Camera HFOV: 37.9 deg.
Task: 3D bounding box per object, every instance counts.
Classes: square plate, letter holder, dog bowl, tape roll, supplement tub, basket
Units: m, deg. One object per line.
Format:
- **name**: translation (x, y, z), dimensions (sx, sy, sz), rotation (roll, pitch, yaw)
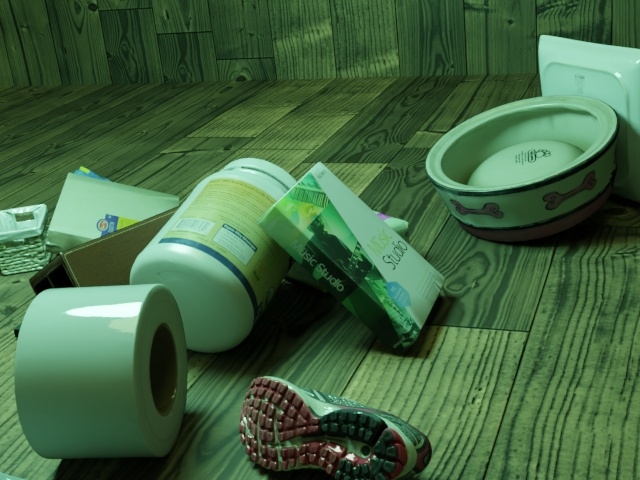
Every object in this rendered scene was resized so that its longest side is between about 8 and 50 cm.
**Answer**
- **square plate**: translation (0.599, -0.266, 2.064), dimensions (0.049, 0.344, 0.347), rotation (-21, 26, -22)
- **letter holder**: translation (-0.340, 0.091, 1.735), dimensions (0.302, 0.214, 0.152), rotation (-27, -2, -43)
- **dog bowl**: translation (0.436, -0.150, 1.975), dimensions (0.408, 0.150, 0.408), rotation (-17, 27, 9)
- **tape roll**: translation (-0.302, 0.185, 1.324), dimensions (0.169, 0.246, 0.246), rotation (-4, 22, 9)
- **supplement tub**: translation (-0.166, 0.018, 1.643), dimensions (0.228, 0.228, 0.316), rotation (5, 39, 25)
- **basket**: translation (-0.663, -0.002, 2.076), dimensions (0.113, 0.103, 0.167), rotation (-9, 21, -7)

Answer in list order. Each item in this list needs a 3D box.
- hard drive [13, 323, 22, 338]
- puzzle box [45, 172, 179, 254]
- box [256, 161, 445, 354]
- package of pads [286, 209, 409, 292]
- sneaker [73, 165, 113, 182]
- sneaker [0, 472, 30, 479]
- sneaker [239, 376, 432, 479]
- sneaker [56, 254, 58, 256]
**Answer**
- **hard drive**: translation (-0.497, 0.150, 1.760), dimensions (0.094, 0.022, 0.135), rotation (4, 24, 25)
- **puzzle box**: translation (-0.449, -0.042, 2.060), dimensions (0.272, 0.052, 0.409), rotation (13, 18, -13)
- **box**: translation (0.062, 0.022, 1.603), dimensions (0.322, 0.058, 0.232), rotation (42, 30, -1)
- **package of pads**: translation (0.000, 0.000, 1.894), dimensions (0.229, 0.101, 0.296), rotation (-20, 25, -34)
- **sneaker**: translation (-0.588, -0.127, 2.440), dimensions (0.209, 0.069, 0.082), rotation (24, 69, 37)
- **sneaker**: translation (-0.375, 0.351, 1.150), dimensions (0.258, 0.091, 0.094), rotation (20, 22, 9)
- **sneaker**: translation (0.008, 0.264, 1.249), dimensions (0.299, 0.121, 0.112), rotation (12, -1, 41)
- **sneaker**: translation (-0.573, -0.024, 2.127), dimensions (0.064, 0.086, 0.192), rotation (-7, 22, -1)
